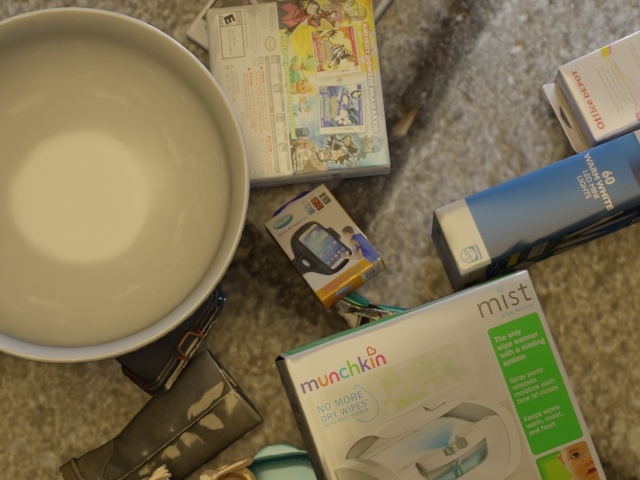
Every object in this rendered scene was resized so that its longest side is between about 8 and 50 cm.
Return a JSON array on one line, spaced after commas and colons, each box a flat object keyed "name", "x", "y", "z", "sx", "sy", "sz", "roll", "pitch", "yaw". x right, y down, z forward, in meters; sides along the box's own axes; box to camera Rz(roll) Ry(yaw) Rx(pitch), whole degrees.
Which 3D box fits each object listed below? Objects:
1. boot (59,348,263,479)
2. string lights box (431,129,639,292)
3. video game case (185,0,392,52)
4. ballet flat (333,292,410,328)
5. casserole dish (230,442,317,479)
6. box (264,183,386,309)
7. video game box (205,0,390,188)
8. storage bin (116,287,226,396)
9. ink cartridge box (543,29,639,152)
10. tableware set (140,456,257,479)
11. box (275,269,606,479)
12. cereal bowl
[{"name": "boot", "x": -0.149, "y": 0.246, "z": 1.313, "sx": 0.208, "sy": 0.076, "sz": 0.190, "roll": -33, "pitch": 81, "yaw": -10}, {"name": "string lights box", "x": 0.250, "y": -0.034, "z": 1.301, "sx": 0.259, "sy": 0.133, "sz": 0.077, "roll": -21, "pitch": 78, "yaw": 0}, {"name": "video game case", "x": -0.031, "y": -0.264, "z": 1.420, "sx": 0.173, "sy": 0.022, "sz": 0.190, "roll": 35, "pitch": 83, "yaw": 9}, {"name": "ballet flat", "x": 0.052, "y": 0.082, "z": 1.342, "sx": 0.114, "sy": 0.041, "sz": 0.041, "roll": 16, "pitch": 81, "yaw": 7}, {"name": "casserole dish", "x": -0.032, "y": 0.307, "z": 1.300, "sx": 0.114, "sy": 0.037, "sz": 0.188, "roll": -9, "pitch": 81, "yaw": 1}, {"name": "box", "x": 0.000, "y": 0.000, "z": 1.348, "sx": 0.081, "sy": 0.028, "sz": 0.136, "roll": -35, "pitch": 63, "yaw": -6}, {"name": "video game box", "x": -0.025, "y": -0.165, "z": 1.367, "sx": 0.187, "sy": 0.048, "sz": 0.205, "roll": -6, "pitch": 80, "yaw": 5}, {"name": "storage bin", "x": -0.178, "y": 0.084, "z": 1.308, "sx": 0.098, "sy": 0.091, "sz": 0.135, "roll": 26, "pitch": 80, "yaw": 49}, {"name": "ink cartridge box", "x": 0.319, "y": -0.157, "z": 1.342, "sx": 0.143, "sy": 0.090, "sz": 0.092, "roll": -24, "pitch": 78, "yaw": 0}, {"name": "tableware set", "x": -0.120, "y": 0.304, "z": 1.262, "sx": 0.141, "sy": 0.020, "sz": 0.169, "roll": -16, "pitch": 85, "yaw": -10}, {"name": "box", "x": 0.116, "y": 0.181, "z": 1.249, "sx": 0.262, "sy": 0.127, "sz": 0.231, "roll": -19, "pitch": 86, "yaw": -8}, {"name": "cereal bowl", "x": -0.241, "y": -0.047, "z": 1.216, "sx": 0.339, "sy": 0.141, "sz": 0.339, "roll": 1, "pitch": 84, "yaw": -8}]
